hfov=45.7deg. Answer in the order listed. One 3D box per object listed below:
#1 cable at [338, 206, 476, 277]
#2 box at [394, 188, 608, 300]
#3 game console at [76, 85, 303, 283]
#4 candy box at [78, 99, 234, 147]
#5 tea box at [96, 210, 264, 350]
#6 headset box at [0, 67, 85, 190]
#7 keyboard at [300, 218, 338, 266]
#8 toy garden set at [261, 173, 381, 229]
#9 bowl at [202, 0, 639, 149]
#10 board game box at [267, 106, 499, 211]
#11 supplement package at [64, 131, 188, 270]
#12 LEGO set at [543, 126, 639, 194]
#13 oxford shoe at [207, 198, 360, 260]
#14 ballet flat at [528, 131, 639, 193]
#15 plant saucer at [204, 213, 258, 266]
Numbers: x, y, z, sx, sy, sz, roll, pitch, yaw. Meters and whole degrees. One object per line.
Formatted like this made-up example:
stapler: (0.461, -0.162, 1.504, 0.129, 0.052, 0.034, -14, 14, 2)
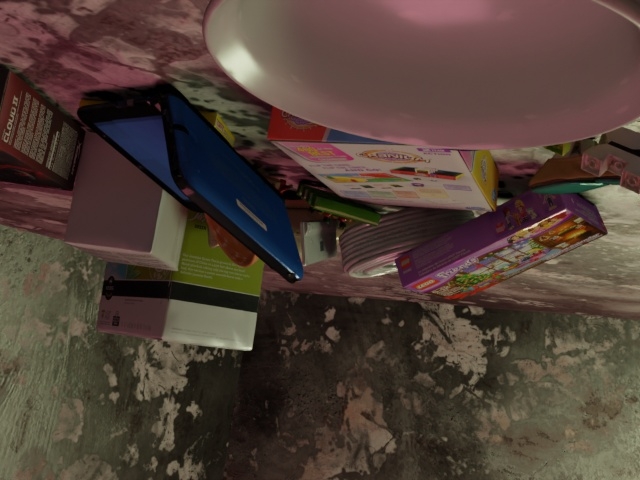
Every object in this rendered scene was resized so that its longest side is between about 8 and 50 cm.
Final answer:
cable: (0.160, -0.002, 1.367, 0.257, 0.089, 0.257, -12, 171, -5)
box: (0.296, 0.011, 1.247, 0.293, 0.057, 0.201, -29, 153, 30)
game console: (-0.183, -0.062, 1.073, 0.173, 0.250, 0.293, -29, 140, 15)
candy box: (-0.239, -0.170, 1.117, 0.206, 0.027, 0.105, 7, 167, 9)
tea box: (-0.299, 0.059, 1.640, 0.220, 0.323, 0.329, 15, 168, -38)
headset box: (-0.507, -0.169, 1.100, 0.218, 0.110, 0.293, 8, 171, 5)
keyboard: (0.000, 0.000, 1.319, 0.014, 0.072, 0.256, 3, -177, 13)
toy garden set: (-0.024, -0.063, 1.294, 0.204, 0.049, 0.244, 16, -174, -10)
bowl: (0.080, -0.168, 0.507, 0.298, 0.134, 0.298, 9, 171, 1)
board game box: (0.102, -0.113, 1.037, 0.242, 0.064, 0.316, 5, 170, 21)
supplement package: (-0.324, -0.063, 1.323, 0.149, 0.194, 0.203, 7, 170, 4)
LEGO set: (0.218, -0.142, 0.692, 0.227, 0.093, 0.087, 33, 150, 36)
oxford shoe: (-0.036, -0.012, 1.523, 0.397, 0.146, 0.140, 11, 171, -13)
ballet flat: (0.339, -0.096, 0.921, 0.080, 0.073, 0.232, 3, 180, -22)
plant saucer: (-0.154, -0.050, 1.345, 0.037, 0.199, 0.200, -23, -174, -28)
